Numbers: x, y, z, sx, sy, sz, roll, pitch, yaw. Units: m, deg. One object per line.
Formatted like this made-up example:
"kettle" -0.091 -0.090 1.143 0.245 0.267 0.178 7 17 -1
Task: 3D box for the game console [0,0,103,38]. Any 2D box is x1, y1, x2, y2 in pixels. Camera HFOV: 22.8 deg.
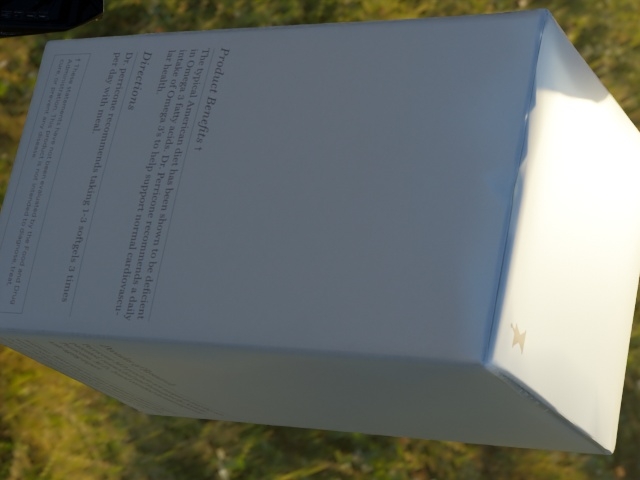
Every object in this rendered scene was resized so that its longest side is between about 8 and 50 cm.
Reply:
"game console" -0.305 -0.353 1.433 0.213 0.044 0.361 0 75 -12

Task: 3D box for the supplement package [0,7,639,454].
"supplement package" 0.000 0.000 0.502 0.105 0.179 0.105 38 59 -54
